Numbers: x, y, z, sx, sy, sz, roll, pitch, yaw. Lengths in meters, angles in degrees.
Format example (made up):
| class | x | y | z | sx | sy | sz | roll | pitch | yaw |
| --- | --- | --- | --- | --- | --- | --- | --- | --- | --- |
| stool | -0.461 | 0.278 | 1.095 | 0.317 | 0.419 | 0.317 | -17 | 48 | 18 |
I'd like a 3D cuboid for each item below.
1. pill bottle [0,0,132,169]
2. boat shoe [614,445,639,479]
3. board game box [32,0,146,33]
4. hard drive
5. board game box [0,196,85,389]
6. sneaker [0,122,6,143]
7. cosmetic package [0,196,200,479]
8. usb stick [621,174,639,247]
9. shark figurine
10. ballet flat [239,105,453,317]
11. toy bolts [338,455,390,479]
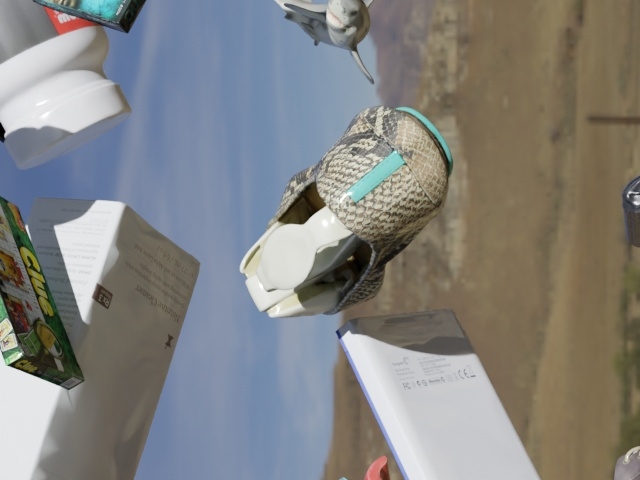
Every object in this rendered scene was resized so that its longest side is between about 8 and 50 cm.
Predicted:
| class | x | y | z | sx | sy | sz | roll | pitch | yaw |
| --- | --- | --- | --- | --- | --- | --- | --- | --- | --- |
| pill bottle | -0.411 | -0.293 | 1.708 | 0.363 | 0.210 | 0.210 | 61 | -173 | -2 |
| boat shoe | 0.454 | 0.330 | 1.717 | 0.132 | 0.130 | 0.355 | 18 | -70 | -48 |
| board game box | -0.209 | -0.311 | 1.322 | 0.186 | 0.126 | 0.026 | -64 | -27 | -12 |
| hard drive | 0.161 | 0.235 | 1.567 | 0.210 | 0.040 | 0.318 | -2 | -121 | -47 |
| board game box | -0.359 | 0.046 | 1.491 | 0.259 | 0.030 | 0.136 | 63 | -173 | 25 |
| sneaker | -0.563 | -0.224 | 1.997 | 0.286 | 0.109 | 0.130 | 8 | -127 | -58 |
| cosmetic package | -0.315 | 0.159 | 1.653 | 0.217 | 0.156 | 0.385 | 43 | -125 | -55 |
| usb stick | 0.455 | -0.043 | 1.779 | 0.045 | 0.077 | 0.278 | 50 | -176 | 18 |
| shark figurine | 0.017 | -0.307 | 1.641 | 0.166 | 0.116 | 0.278 | 46 | 174 | -37 |
| ballet flat | 0.000 | 0.000 | 1.400 | 0.164 | 0.182 | 0.483 | 50 | 162 | 5 |
| toy bolts | 0.064 | 0.454 | 1.853 | 0.218 | 0.158 | 0.228 | -134 | 28 | -59 |
